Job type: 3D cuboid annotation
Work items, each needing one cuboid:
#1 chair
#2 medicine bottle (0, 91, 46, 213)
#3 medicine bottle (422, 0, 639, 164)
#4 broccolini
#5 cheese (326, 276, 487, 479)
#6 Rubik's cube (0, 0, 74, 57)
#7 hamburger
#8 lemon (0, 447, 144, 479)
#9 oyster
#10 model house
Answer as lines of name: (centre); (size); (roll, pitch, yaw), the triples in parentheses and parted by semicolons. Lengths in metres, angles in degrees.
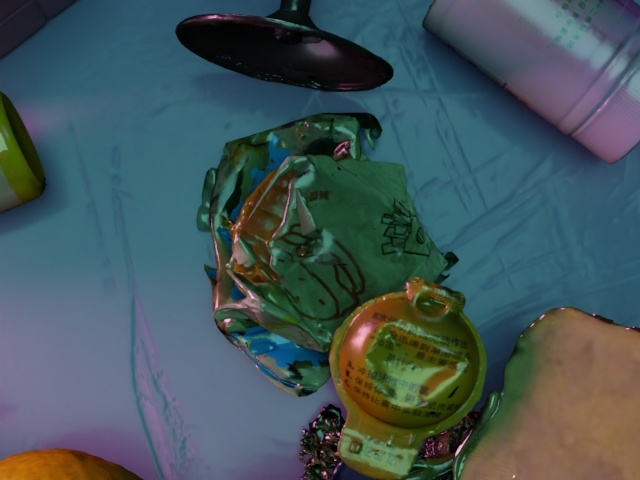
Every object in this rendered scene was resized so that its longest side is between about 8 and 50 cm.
chair: (0.000, -0.374, 1.109); (0.226, 0.226, 0.401); (12, 83, -1)
medicine bottle: (-0.402, -0.062, 1.112); (0.212, 0.122, 0.122); (-23, 86, -4)
medicine bottle: (0.250, -0.211, 1.140); (0.254, 0.152, 0.152); (38, 84, 1)
broccolini: (0.092, 0.195, 1.125); (0.271, 0.062, 0.123); (-29, 85, 5)
cheese: (0.073, 0.156, 1.064); (0.156, 0.064, 0.250); (19, 102, 2)
Rubik's cube: (-0.384, -0.313, 1.085); (0.224, 0.221, 0.231); (-37, 87, -5)
hamburger: (-0.006, -0.003, 1.111); (0.260, 0.150, 0.276); (-29, 86, -6)
lemon: (-0.244, 0.334, 1.008); (0.293, 0.293, 0.293); (0, 85, -2)
oyster: (0.139, 0.242, 1.154); (0.086, 0.029, 0.132); (17, 84, -1)
model house: (0.315, 0.242, 1.067); (0.261, 0.266, 0.321); (21, 91, 42)
